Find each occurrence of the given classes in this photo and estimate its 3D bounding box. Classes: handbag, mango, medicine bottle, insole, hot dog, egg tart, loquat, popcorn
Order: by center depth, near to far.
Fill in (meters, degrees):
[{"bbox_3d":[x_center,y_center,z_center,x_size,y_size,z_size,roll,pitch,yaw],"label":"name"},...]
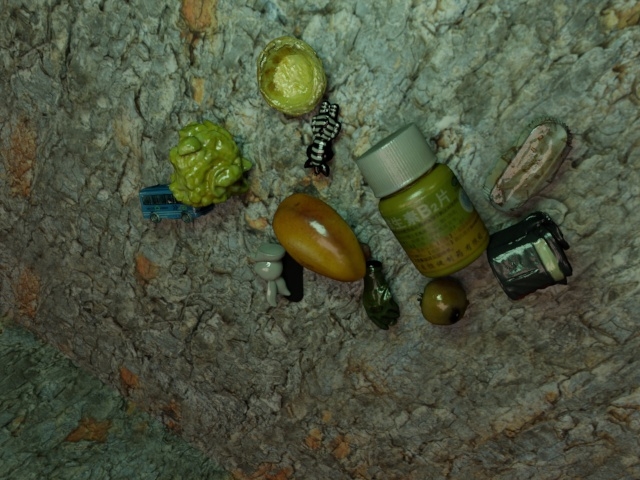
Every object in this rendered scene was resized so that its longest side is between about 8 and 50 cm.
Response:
[{"bbox_3d":[0.539,-0.189,1.051,0.144,0.075,0.268,29,119,-2],"label":"hot dog"},{"bbox_3d":[0.552,0.040,1.056,0.181,0.254,0.181,-31,91,27],"label":"handbag"},{"bbox_3d":[0.275,-0.107,1.101,0.224,0.224,0.385,-29,102,29],"label":"medicine bottle"},{"bbox_3d":[-0.080,-0.459,1.128,0.212,0.090,0.213,9,121,16],"label":"egg tart"},{"bbox_3d":[-0.346,-0.238,1.256,0.234,0.241,0.250,30,135,21],"label":"popcorn"},{"bbox_3d":[0.000,0.000,1.257,0.350,0.199,0.201,41,89,17],"label":"mango"},{"bbox_3d":[0.384,0.195,1.267,0.163,0.137,0.163,12,138,11],"label":"loquat"},{"bbox_3d":[-0.094,0.079,1.456,0.118,0.009,0.349,13,119,15],"label":"insole"}]

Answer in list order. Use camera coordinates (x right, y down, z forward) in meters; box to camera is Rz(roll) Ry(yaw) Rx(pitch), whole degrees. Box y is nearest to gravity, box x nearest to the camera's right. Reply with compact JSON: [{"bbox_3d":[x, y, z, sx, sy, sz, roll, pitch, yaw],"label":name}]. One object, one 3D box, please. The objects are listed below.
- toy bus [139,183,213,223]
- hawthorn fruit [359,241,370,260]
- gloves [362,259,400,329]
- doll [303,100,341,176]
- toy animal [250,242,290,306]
[{"bbox_3d":[-0.515,-0.139,1.436,0.246,0.113,0.135,0,110,22],"label":"toy bus"},{"bbox_3d":[0.132,0.051,1.304,0.066,0.103,0.067,-1,132,-1],"label":"hawthorn fruit"},{"bbox_3d":[0.194,0.193,1.359,0.135,0.107,0.268,7,125,52],"label":"gloves"},{"bbox_3d":[0.008,-0.298,1.193,0.090,0.067,0.220,20,115,13],"label":"doll"},{"bbox_3d":[-0.183,0.119,1.446,0.130,0.103,0.221,14,119,21],"label":"toy animal"}]
